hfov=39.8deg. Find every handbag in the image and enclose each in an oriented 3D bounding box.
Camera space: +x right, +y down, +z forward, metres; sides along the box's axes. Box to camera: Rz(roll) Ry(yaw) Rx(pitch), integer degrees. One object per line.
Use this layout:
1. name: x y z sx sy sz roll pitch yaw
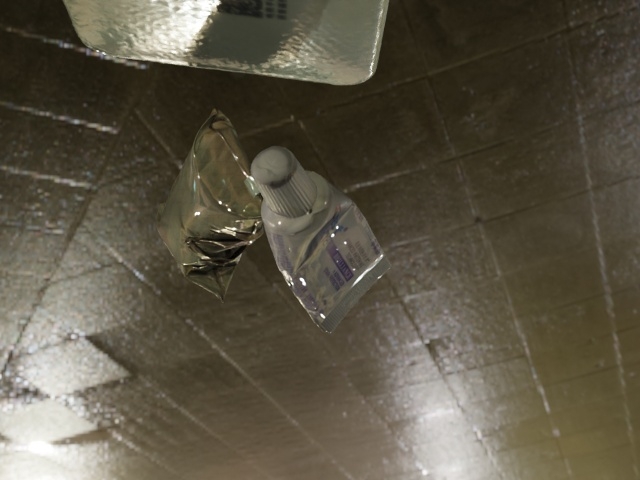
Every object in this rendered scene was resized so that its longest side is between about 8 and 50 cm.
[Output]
1. handbag: -0.141 -0.037 1.184 0.117 0.182 0.270 -25 166 -35

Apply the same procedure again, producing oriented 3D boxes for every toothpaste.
1. toothpaste: -0.002 0.001 0.894 0.099 0.068 0.282 -22 145 8

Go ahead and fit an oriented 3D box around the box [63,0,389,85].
1. box: -0.107 -0.300 0.936 0.373 0.090 0.367 8 161 0
